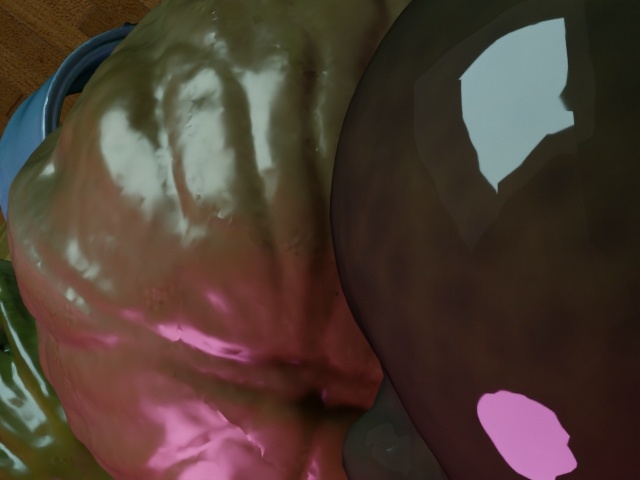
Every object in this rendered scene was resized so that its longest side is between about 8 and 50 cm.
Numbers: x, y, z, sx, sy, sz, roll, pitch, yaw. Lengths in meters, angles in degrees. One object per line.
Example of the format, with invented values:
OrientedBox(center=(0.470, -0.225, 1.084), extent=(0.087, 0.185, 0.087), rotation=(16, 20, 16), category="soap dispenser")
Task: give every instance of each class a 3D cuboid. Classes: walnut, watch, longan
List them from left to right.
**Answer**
OrientedBox(center=(-0.106, -0.048, 1.277), extent=(0.211, 0.193, 0.211), rotation=(-49, 14, 17), category="watch")
OrientedBox(center=(0.000, 0.000, 0.704), extent=(0.225, 0.225, 0.261), rotation=(-48, 13, 20), category="walnut")
OrientedBox(center=(0.075, 0.003, 0.497), extent=(0.204, 0.159, 0.185), rotation=(-50, 19, 26), category="longan")

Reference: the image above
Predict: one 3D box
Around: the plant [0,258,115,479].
OrientedBox(center=(-0.084, 0.145, 0.955), extent=(0.251, 0.180, 0.333), rotation=(-43, 46, 12), category="plant")
